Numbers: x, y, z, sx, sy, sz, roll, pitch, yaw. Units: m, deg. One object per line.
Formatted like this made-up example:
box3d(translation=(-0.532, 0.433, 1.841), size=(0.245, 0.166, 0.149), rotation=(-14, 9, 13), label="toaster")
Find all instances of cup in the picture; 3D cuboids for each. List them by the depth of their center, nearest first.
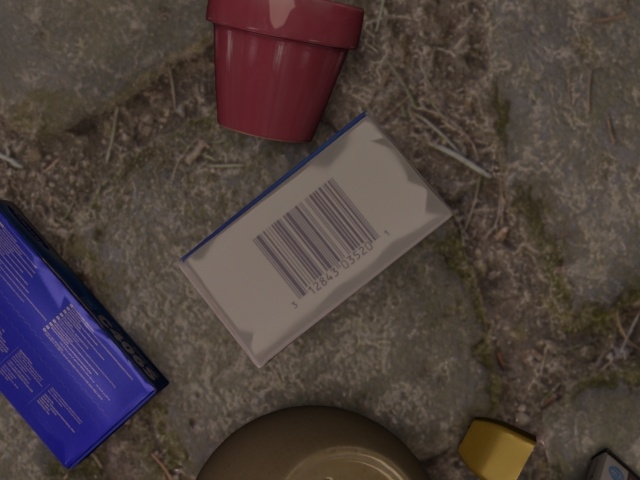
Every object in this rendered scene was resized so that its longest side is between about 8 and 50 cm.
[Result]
box3d(translation=(0.009, 0.340, 0.942), size=(0.331, 0.237, 0.331), rotation=(4, 68, -10), label="cup")

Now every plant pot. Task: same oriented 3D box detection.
box3d(translation=(-0.057, -0.229, 1.053), size=(0.201, 0.201, 0.180), rotation=(13, 106, 4), label="plant pot")
box3d(translation=(0.228, 0.275, 1.067), size=(0.083, 0.081, 0.081), rotation=(29, 91, 16), label="plant pot")

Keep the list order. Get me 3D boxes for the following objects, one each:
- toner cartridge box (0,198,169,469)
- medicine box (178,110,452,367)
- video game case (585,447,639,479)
box3d(translation=(-0.386, 0.124, 1.113), size=(0.165, 0.075, 0.348), rotation=(-41, 86, 1), label="toner cartridge box")
box3d(translation=(0.000, 0.000, 0.982), size=(0.263, 0.289, 0.149), rotation=(-39, 88, 2), label="medicine box")
box3d(translation=(0.417, 0.425, 0.978), size=(0.275, 0.248, 0.035), rotation=(42, 128, 4), label="video game case")
